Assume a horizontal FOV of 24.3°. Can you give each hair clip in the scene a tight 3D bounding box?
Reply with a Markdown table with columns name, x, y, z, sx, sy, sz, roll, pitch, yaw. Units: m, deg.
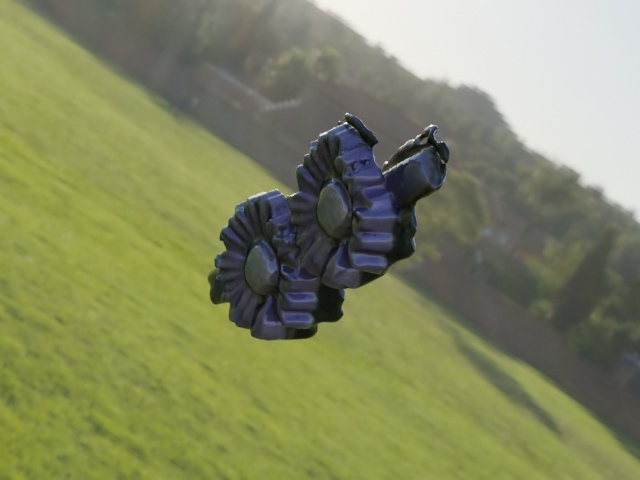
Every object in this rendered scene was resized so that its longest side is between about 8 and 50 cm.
| name | x | y | z | sx | sy | sz | roll | pitch | yaw |
| --- | --- | --- | --- | --- | --- | --- | --- | --- | --- |
| hair clip | 0.000 | 0.000 | 0.966 | 0.084 | 0.106 | 0.292 | -5 | -17 | -28 |
